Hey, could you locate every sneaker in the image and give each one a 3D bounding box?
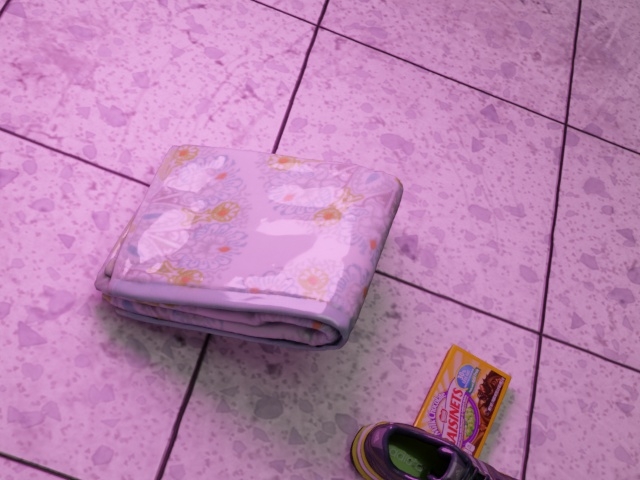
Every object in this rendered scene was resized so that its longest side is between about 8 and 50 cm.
[{"bbox_3d":[0.185,0.332,1.538,0.300,0.121,0.111,23,73,0],"label":"sneaker"}]

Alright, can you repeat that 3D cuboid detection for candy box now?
[{"bbox_3d":[0.202,0.254,1.680,0.105,0.027,0.206,28,50,4],"label":"candy box"}]

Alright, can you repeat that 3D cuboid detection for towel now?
[{"bbox_3d":[-0.097,-0.004,1.640,0.375,0.090,0.320,9,49,14],"label":"towel"}]
